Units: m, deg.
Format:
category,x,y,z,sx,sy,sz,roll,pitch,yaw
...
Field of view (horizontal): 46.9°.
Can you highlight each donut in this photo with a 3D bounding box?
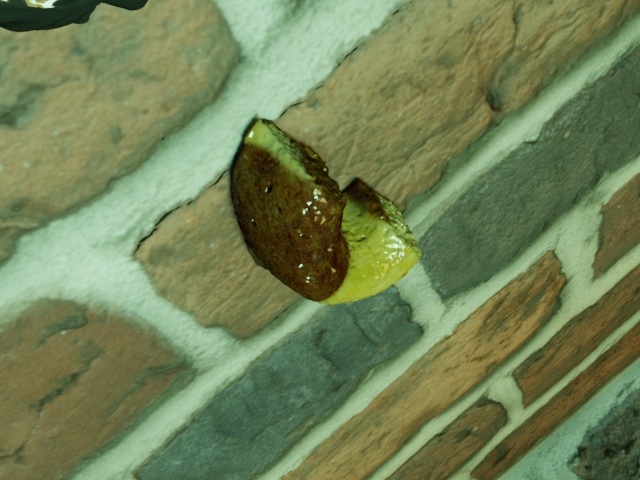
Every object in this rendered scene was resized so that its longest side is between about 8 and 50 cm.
category,x,y,z,sx,sy,sz,roll,pitch,yaw
donut,0.000,0.000,0.810,0.151,0.112,0.295,-50,142,9

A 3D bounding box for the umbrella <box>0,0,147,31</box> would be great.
category,x,y,z,sx,sy,sz,roll,pitch,yaw
umbrella,-0.224,-0.184,0.432,0.272,0.110,0.122,0,127,-47
